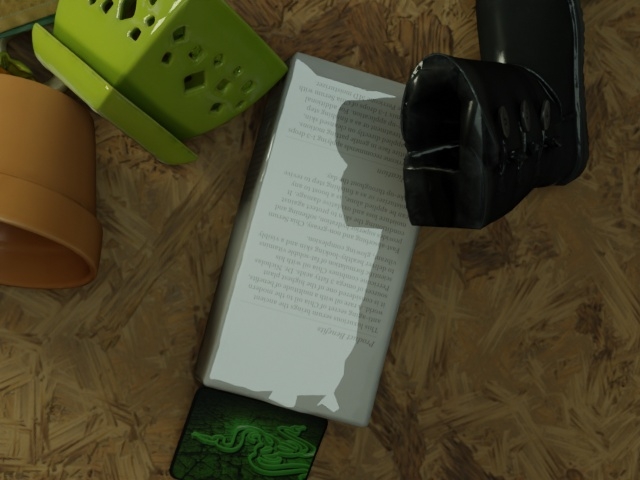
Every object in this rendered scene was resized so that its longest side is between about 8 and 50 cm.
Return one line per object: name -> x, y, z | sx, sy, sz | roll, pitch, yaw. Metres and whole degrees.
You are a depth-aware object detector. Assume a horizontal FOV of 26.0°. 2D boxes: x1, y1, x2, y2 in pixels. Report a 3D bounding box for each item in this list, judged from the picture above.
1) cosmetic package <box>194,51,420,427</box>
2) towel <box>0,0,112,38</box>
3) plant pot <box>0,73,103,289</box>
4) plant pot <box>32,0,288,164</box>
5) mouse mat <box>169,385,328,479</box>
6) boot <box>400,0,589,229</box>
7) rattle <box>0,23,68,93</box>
cosmetic package -> 0.000, 0.000, 1.875 | 0.230, 0.161, 0.453 | 16, 86, -11
towel -> -0.402, -0.408, 1.807 | 0.370, 0.040, 0.271 | -26, 95, -28
plant pot -> -0.403, -0.079, 1.751 | 0.291, 0.291, 0.203 | 15, 71, -11
plant pot -> -0.218, -0.243, 1.772 | 0.207, 0.227, 0.228 | -51, 143, 0
mouse mat -> -0.099, 0.284, 1.905 | 0.190, 0.007, 0.152 | 15, 109, -12
boot -> 0.212, -0.218, 1.786 | 0.146, 0.445, 0.367 | -13, 93, 31
rattle -> -0.352, -0.263, 1.822 | 0.200, 0.143, 0.130 | -21, 75, -4
